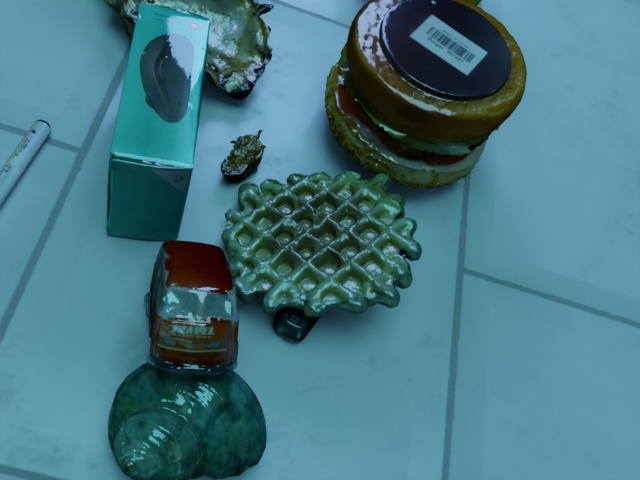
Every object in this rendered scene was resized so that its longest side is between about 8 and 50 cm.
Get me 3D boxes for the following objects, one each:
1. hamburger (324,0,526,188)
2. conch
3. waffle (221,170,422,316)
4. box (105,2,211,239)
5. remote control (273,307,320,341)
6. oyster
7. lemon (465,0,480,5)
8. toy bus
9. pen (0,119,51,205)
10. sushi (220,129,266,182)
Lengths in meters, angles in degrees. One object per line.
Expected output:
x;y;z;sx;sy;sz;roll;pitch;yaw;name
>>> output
0.173;-0.262;1.287;0.329;0.250;0.330;6;58;-11;hamburger
-0.179;0.237;0.931;0.196;0.134;0.202;30;50;19;conch
0.000;0.000;1.139;0.309;0.056;0.292;-3;50;-5;waffle
-0.249;-0.180;1.123;0.118;0.205;0.312;8;57;-11;box
-0.005;0.064;1.154;0.072;0.042;0.222;29;56;3;remote control
-0.260;-0.387;1.307;0.360;0.096;0.221;20;54;-8;oyster
0.228;-0.588;1.483;0.296;0.297;0.297;9;58;-14;lemon
-0.170;0.081;0.964;0.121;0.265;0.120;7;103;-14;toy bus
-0.476;-0.080;1.088;0.033;0.033;0.269;22;55;-5;pen
-0.129;-0.143;1.227;0.061;0.060;0.118;17;55;-2;sushi
